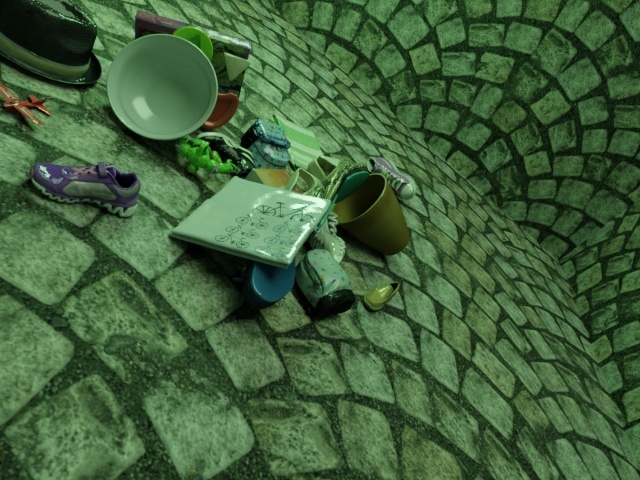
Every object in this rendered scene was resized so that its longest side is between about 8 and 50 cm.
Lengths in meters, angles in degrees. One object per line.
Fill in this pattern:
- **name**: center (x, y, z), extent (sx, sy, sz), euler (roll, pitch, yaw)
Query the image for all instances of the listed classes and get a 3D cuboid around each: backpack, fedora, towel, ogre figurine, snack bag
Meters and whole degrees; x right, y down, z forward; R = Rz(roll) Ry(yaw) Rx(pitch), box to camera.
- **backpack**: center (0.007, 0.115, 1.460), extent (0.152, 0.115, 0.182), euler (0, 47, -49)
- **fedora**: center (-0.729, -0.570, 1.404), extent (0.334, 0.152, 0.334), euler (32, 31, -21)
- **towel**: center (-0.064, -0.367, 2.114), extent (0.248, 0.038, 0.325), euler (15, 38, -43)
- **ogre figurine**: center (-0.346, -0.247, 1.522), extent (0.197, 0.097, 0.118), euler (50, 15, -11)
- **backpack**: center (-0.175, -0.311, 1.811), extent (0.158, 0.117, 0.173), euler (11, 44, -44)
- **snack bag**: center (-0.159, -0.064, 1.349), extent (0.323, 0.037, 0.342), euler (14, 35, 16)

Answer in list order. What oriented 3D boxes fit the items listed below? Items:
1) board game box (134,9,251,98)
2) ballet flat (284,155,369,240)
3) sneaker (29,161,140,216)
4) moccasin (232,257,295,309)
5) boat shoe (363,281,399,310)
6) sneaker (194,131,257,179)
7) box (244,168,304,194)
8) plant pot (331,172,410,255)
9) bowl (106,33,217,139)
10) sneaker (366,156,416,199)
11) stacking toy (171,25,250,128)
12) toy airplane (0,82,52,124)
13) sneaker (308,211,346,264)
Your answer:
- **board game box**: center (-0.409, -0.583, 1.668), extent (0.346, 0.208, 0.056), euler (12, 58, -14)
- **ballet flat**: center (0.003, -0.169, 1.638), extent (0.182, 0.164, 0.483), euler (40, 38, 2)
- **sneaker**: center (-0.502, -0.134, 1.152), extent (0.236, 0.104, 0.095), euler (15, 40, -40)
- **moccasin**: center (-0.134, 0.078, 1.336), extent (0.138, 0.117, 0.342), euler (49, 23, -13)
- **boat shoe**: center (0.200, 0.167, 1.684), extent (0.068, 0.072, 0.190), euler (49, 28, 9)
- **sneaker**: center (-0.281, -0.253, 1.627), extent (0.217, 0.079, 0.121), euler (17, 36, -42)
- **box**: center (-0.149, -0.148, 1.645), extent (0.130, 0.091, 0.170), euler (52, 29, 16)
- **plant pot**: center (0.204, -0.069, 1.893), extent (0.254, 0.237, 0.237), euler (47, 23, -29)
- **bowl**: center (-0.442, -0.421, 1.505), extent (0.298, 0.298, 0.134), euler (40, -6, -6)
- **sneaker**: center (0.315, -0.293, 2.454), extent (0.161, 0.102, 0.282), euler (6, 35, -45)
- **stacking toy**: center (-0.397, -0.523, 1.659), extent (0.309, 0.279, 0.130), euler (20, 24, -34)
- **toy airplane**: center (-0.697, -0.322, 1.236), extent (0.151, 0.028, 0.151), euler (33, 30, -22)
- **sneaker**: center (0.000, 0.000, 1.638), extent (0.118, 0.110, 0.292), euler (19, 28, -22)
